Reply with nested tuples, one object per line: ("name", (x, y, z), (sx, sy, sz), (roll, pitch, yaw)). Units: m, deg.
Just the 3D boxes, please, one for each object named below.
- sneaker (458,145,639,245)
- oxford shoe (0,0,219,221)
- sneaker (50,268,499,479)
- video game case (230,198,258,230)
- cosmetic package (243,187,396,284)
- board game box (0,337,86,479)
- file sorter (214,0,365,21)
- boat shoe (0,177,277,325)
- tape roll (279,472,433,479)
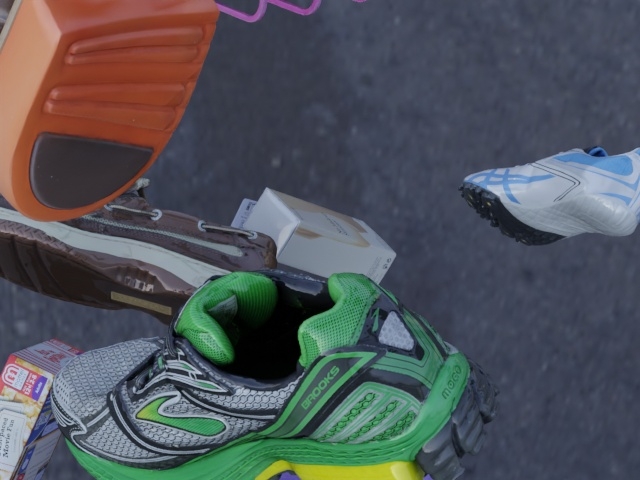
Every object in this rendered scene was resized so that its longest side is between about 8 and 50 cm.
("sneaker", (0.227, -0.048, 1.868), (0.237, 0.085, 0.086), (2, 50, 52))
("oxford shoe", (-0.090, -0.188, 0.822), (0.133, 0.364, 0.130), (42, 28, 29))
("sneaker", (-0.053, 0.075, 1.219), (0.343, 0.146, 0.134), (-11, 37, 44))
("video game case", (-0.023, -0.006, 1.884), (0.122, 0.011, 0.087), (15, 23, 2))
("cosmetic package", (0.000, 0.000, 1.611), (0.115, 0.041, 0.060), (18, 19, -43))
("board game box", (-0.260, 0.183, 1.644), (0.045, 0.147, 0.193), (25, 94, 5))
("file sorter", (0.002, -0.344, 2.000), (0.290, 0.182, 0.202), (-17, 28, -31))
("boat shoe", (-0.156, -0.002, 1.512), (0.257, 0.095, 0.095), (19, 61, -5))
("tape roll", (-0.020, 0.192, 1.720), (0.275, 0.090, 0.275), (10, 21, -4))
